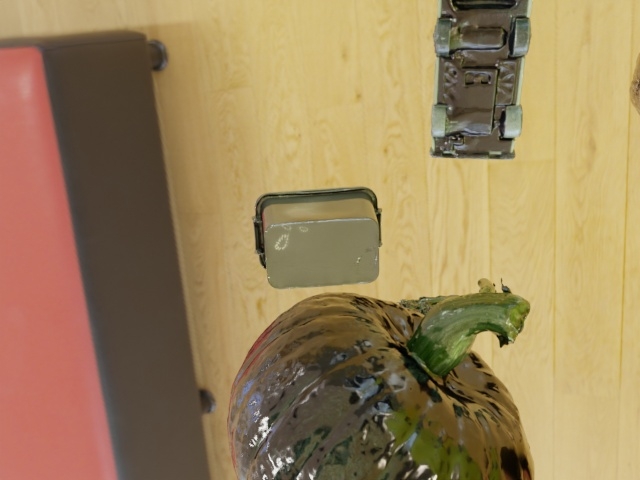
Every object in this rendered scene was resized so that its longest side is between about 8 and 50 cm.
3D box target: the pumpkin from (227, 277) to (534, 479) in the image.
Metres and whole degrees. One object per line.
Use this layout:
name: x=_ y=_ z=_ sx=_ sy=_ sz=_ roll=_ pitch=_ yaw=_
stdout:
pumpkin: x=0.064 y=0.125 z=0.550 sx=0.248 sy=0.248 sz=0.248 roll=9 pitch=112 yaw=23

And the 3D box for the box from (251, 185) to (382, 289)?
box: x=0.000 y=0.000 z=1.304 sx=0.243 sy=0.135 sz=0.163 roll=-3 pitch=111 yaw=-4

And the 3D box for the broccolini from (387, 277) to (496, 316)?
broccolini: x=0.173 y=0.091 z=1.049 sx=0.123 sy=0.271 sz=0.062 roll=13 pitch=105 yaw=32

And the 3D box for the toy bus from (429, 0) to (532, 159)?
toy bus: x=0.225 y=-0.268 z=1.044 sx=0.134 sy=0.164 sz=0.276 roll=3 pitch=127 yaw=8

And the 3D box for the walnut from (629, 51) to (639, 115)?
walnut: x=0.487 y=-0.203 z=0.860 sx=0.245 sy=0.198 sz=0.198 roll=-25 pitch=98 yaw=-12
